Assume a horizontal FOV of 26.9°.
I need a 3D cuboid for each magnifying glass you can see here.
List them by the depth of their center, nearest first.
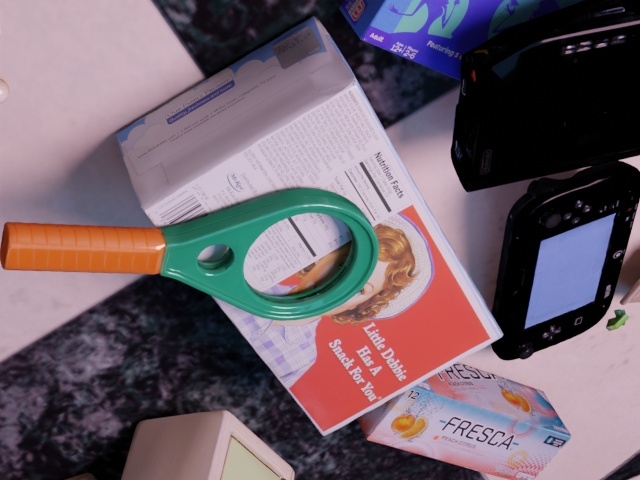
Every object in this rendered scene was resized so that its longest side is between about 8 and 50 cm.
[{"bbox_3d":[-0.074,0.007,0.805,0.231,0.026,0.092,1,127,-24],"label":"magnifying glass"}]

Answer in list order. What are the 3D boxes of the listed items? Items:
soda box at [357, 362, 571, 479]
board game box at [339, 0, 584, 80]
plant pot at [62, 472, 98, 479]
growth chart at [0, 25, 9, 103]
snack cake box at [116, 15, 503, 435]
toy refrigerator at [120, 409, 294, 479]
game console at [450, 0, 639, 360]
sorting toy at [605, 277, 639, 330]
[{"bbox_3d":[0.112,0.139,1.077,0.183,0.058,0.063,21,117,-34],"label":"soda box"},{"bbox_3d":[0.133,-0.194,0.825,0.160,0.047,0.210,16,119,-31],"label":"board game box"},{"bbox_3d":[-0.192,0.243,1.016,0.109,0.109,0.096,-17,119,-8],"label":"plant pot"},{"bbox_3d":[-0.280,-0.142,0.723,0.172,0.021,0.237,-24,132,-4],"label":"growth chart"},{"bbox_3d":[0.000,0.000,0.901,0.152,0.089,0.264,-31,132,3],"label":"snack cake box"},{"bbox_3d":[-0.098,0.264,0.947,0.094,0.269,0.102,-12,138,30],"label":"toy refrigerator"},{"bbox_3d":[0.194,-0.034,0.936,0.213,0.044,0.361,-13,143,-9],"label":"game console"},{"bbox_3d":[0.260,0.040,1.067,0.083,0.012,0.062,-54,156,22],"label":"sorting toy"}]
